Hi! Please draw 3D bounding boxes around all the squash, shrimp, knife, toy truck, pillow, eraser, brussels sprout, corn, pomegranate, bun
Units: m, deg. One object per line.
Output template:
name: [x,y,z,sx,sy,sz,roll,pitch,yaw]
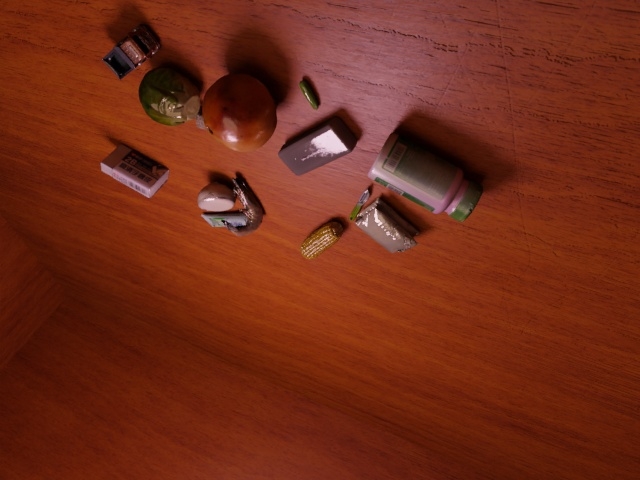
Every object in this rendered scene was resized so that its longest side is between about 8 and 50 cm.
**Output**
squash: [-0.028,-0.378,1.326,0.027,0.027,0.089,-4,135,40]
shrimp: [-0.286,-0.112,1.771,0.046,0.152,0.219,27,147,49]
knife: [0.121,-0.110,1.566,0.022,0.026,0.184,65,155,20]
toy truck: [-0.547,-0.533,1.455,0.192,0.092,0.083,-10,129,44]
pillow: [0.198,-0.039,1.550,0.181,0.077,0.134,40,146,-13]
eraser: [-0.690,-0.260,1.893,0.210,0.124,0.068,30,147,1]
brussels sprout: [-0.443,-0.415,1.493,0.181,0.144,0.161,39,106,12]
corn: [0.000,0.000,1.753,0.080,0.080,0.238,37,143,-11]
pomegranate: [-0.216,-0.345,1.357,0.209,0.209,0.209,20,145,15]
bun: [-0.370,-0.164,1.812,0.139,0.094,0.138,-4,161,-2]

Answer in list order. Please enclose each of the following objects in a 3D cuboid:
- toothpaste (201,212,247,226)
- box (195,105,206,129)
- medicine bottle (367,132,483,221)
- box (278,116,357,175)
toothpaste: [-0.346,-0.079,1.945,0.297,0.048,0.074,1,141,42]
box: [-0.333,-0.366,1.554,0.098,0.045,0.062,21,145,12]
medicine bottle: [0.268,-0.155,1.294,0.274,0.133,0.133,30,147,3]
box: [-0.013,-0.261,1.439,0.244,0.055,0.103,-17,125,47]
